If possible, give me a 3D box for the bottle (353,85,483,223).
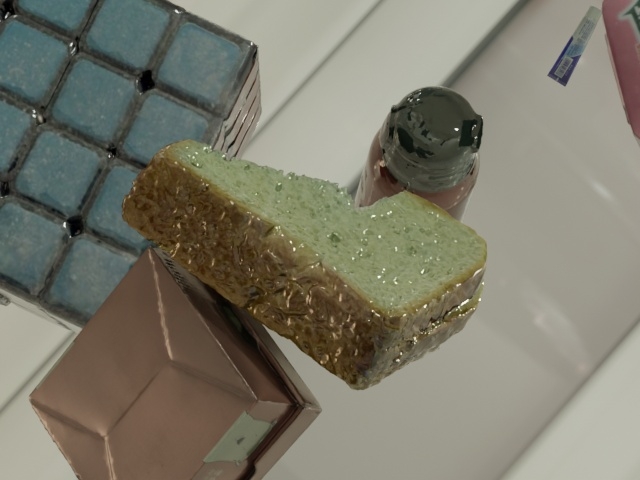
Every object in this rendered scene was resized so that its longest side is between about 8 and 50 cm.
[{"bbox_3d":[0.120,-0.072,2.276,0.144,0.144,0.336,41,-23,12],"label":"bottle"}]

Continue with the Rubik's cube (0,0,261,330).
[{"bbox_3d":[-0.279,-0.095,2.002,0.337,0.344,0.344,24,-10,2],"label":"Rubik's cube"}]

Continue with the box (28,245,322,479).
[{"bbox_3d":[-0.138,0.145,1.693,0.086,0.215,0.215,15,31,-52],"label":"box"}]

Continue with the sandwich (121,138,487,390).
[{"bbox_3d":[-0.002,0.004,1.690,0.288,0.099,0.254,34,29,14],"label":"sandwich"}]

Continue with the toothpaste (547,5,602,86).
[{"bbox_3d":[0.255,-0.196,1.883,0.024,0.083,0.015,28,1,-22],"label":"toothpaste"}]

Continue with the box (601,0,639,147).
[{"bbox_3d":[0.414,-0.152,2.166,0.370,0.112,0.190,34,44,-68],"label":"box"}]
